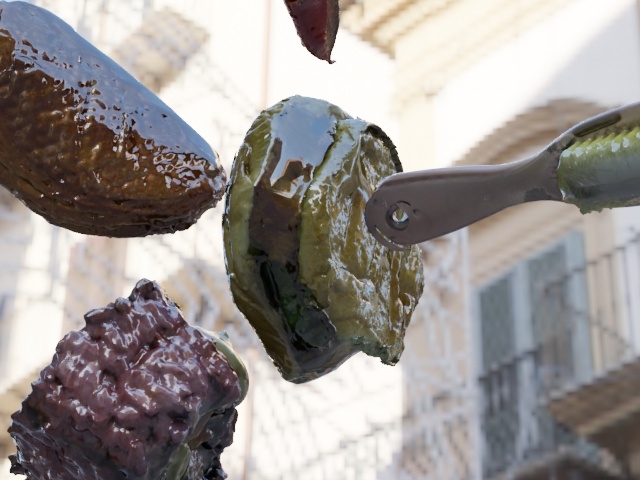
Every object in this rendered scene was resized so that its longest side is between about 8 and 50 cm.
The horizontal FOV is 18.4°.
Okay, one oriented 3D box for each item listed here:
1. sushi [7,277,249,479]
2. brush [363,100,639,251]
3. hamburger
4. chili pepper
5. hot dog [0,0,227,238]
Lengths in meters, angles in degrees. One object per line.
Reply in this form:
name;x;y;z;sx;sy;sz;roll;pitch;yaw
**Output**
sushi;-0.171;0.171;1.937;0.171;0.236;0.270;38;-31;19
brush;0.154;-0.040;1.318;0.313;0.067;0.072;-12;-77;32
hamburger;0.000;0.002;1.972;0.134;0.265;0.285;-4;-46;20
chili pepper;-0.010;-0.209;1.394;0.050;0.059;0.268;30;-22;18
hot dog;-0.173;-0.081;1.463;0.227;0.160;0.099;38;-62;10
